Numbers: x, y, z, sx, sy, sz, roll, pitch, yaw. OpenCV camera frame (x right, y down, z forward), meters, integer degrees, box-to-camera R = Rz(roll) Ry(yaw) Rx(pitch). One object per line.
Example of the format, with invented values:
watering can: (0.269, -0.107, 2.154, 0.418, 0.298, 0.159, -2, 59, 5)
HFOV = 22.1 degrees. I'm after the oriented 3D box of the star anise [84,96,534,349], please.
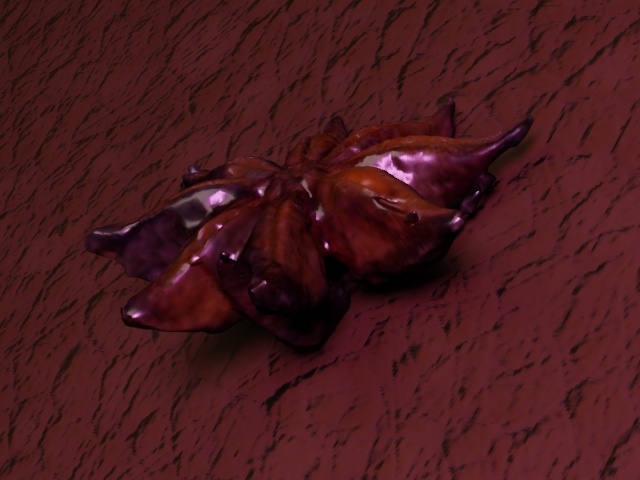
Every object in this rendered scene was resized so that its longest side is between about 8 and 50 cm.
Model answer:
star anise: (0.000, 0.000, 0.945, 0.272, 0.102, 0.272, -15, 21, 6)
